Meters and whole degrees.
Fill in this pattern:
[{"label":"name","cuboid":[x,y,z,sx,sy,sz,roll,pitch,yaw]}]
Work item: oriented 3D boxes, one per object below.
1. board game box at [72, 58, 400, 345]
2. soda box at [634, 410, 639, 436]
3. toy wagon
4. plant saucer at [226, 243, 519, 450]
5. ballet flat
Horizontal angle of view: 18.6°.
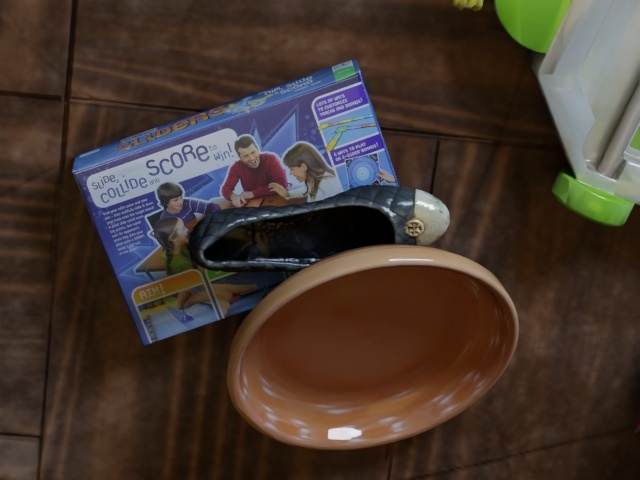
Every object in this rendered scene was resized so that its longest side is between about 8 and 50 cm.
[{"label":"board game box","cuboid":[-0.048,-0.025,1.311,0.201,0.035,0.136,-18,111,3]},{"label":"soda box","cuboid":[0.357,0.133,1.356,0.263,0.083,0.092,24,64,-12]},{"label":"toy wagon","cuboid":[0.246,-0.131,1.276,0.344,0.068,0.267,21,107,-11]},{"label":"plant saucer","cuboid":[0.033,0.068,1.314,0.200,0.037,0.200,-8,139,-7]},{"label":"ballet flat","cuboid":[0.000,0.000,1.277,0.173,0.049,0.057,-8,112,-2]}]
